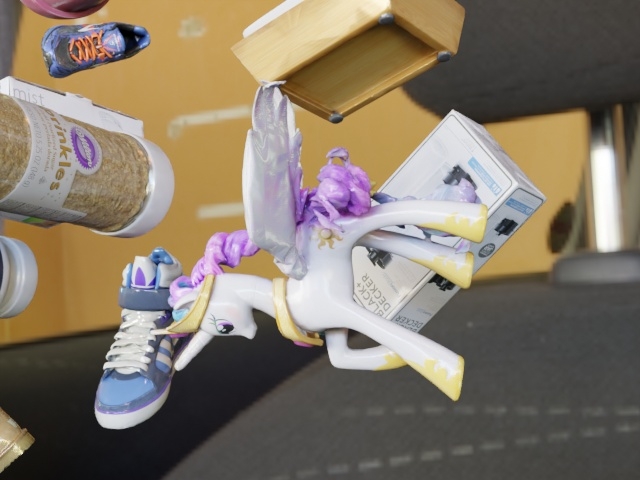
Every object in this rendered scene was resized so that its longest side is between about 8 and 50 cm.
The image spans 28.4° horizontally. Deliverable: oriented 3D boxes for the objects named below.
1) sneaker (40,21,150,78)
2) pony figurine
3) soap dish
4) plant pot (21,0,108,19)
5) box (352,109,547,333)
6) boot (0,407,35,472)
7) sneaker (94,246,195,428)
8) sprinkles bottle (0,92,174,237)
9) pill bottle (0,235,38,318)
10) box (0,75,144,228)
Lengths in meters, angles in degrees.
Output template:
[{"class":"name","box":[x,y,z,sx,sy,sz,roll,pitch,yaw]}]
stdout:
[{"class":"sneaker","box":[-0.355,-0.312,2.005,0.087,0.083,0.221,-4,17,34]},{"class":"pony figurine","box":[0.000,0.000,1.459,0.363,0.351,0.303,9,6,3]},{"class":"soap dish","box":[0.048,-0.300,1.913,0.291,0.118,0.229,-27,-28,28]},{"class":"plant pot","box":[-0.413,-0.482,2.170,0.201,0.201,0.180,-1,5,-38]},{"class":"box","box":[0.156,-0.018,1.786,0.290,0.169,0.087,-47,-35,18]},{"class":"boot","box":[-0.596,0.274,1.884,0.236,0.269,0.089,-44,6,-15]},{"class":"sneaker","box":[-0.325,0.150,2.227,0.130,0.236,0.323,2,29,20]},{"class":"sprinkles bottle","box":[-0.295,-0.080,1.330,0.121,0.121,0.355,-5,-8,25]},{"class":"pill bottle","box":[-0.548,0.044,1.831,0.153,0.153,0.264,-6,-9,33]},{"class":"box","box":[-0.431,-0.126,1.881,0.231,0.127,0.262,-16,-20,34]}]
